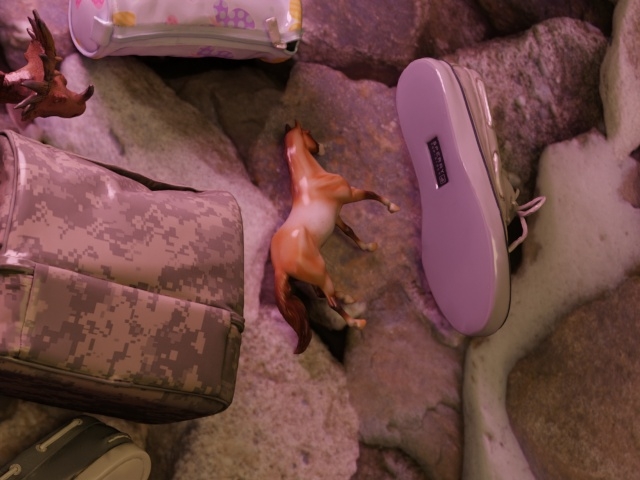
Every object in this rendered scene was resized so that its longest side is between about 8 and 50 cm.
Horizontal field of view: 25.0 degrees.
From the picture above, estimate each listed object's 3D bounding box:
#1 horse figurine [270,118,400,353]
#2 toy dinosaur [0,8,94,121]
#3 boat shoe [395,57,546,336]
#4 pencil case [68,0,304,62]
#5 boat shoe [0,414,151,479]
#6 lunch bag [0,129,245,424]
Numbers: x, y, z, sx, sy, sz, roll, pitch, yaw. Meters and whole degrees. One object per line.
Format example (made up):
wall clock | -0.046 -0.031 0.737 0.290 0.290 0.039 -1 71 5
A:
horse figurine | 0.000 0.000 1.738 0.174 0.066 0.263 36 59 -29
toy dinosaur | -0.355 -0.156 1.435 0.295 0.200 0.127 -59 147 -72
boat shoe | 0.208 -0.056 1.865 0.156 0.136 0.367 0 69 -37
pencil case | -0.152 -0.261 1.664 0.273 0.113 0.124 -2 58 -34
boat shoe | -0.323 0.283 1.450 0.319 0.116 0.099 -32 54 -29
lunch bag | -0.228 0.039 1.480 0.305 0.212 0.256 16 72 -31
